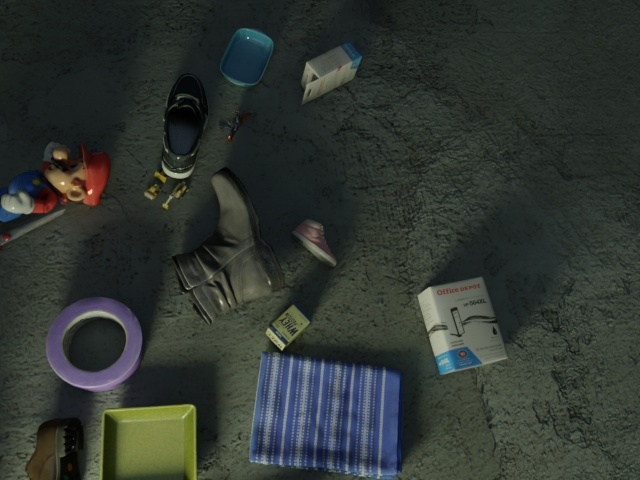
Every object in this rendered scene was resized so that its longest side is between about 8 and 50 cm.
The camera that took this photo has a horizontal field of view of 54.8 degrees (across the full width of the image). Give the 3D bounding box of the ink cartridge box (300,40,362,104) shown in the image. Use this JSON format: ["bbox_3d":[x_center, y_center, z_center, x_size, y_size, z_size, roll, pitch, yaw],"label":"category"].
[{"bbox_3d":[0.013,-0.442,1.633,0.181,0.104,0.061,-32,79,-21],"label":"ink cartridge box"}]

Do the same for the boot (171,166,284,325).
[{"bbox_3d":[-0.242,0.004,1.413,0.222,0.118,0.338,-22,71,-13],"label":"boot"}]

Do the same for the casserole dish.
[{"bbox_3d":[-0.196,-0.481,1.642,0.114,0.037,0.188,20,66,-4],"label":"casserole dish"}]

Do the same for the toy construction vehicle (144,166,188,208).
[{"bbox_3d":[-0.367,-0.131,1.474,0.086,0.035,0.098,36,67,3],"label":"toy construction vehicle"}]

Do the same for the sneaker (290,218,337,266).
[{"bbox_3d":[0.000,0.000,1.494,0.134,0.051,0.070,39,72,9],"label":"sneaker"}]

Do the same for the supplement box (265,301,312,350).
[{"bbox_3d":[-0.072,0.195,1.388,0.083,0.083,0.056,-41,81,-21],"label":"supplement box"}]

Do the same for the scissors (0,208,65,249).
[{"bbox_3d":[-0.714,-0.005,1.361,0.109,0.021,0.297,41,69,7],"label":"scissors"}]

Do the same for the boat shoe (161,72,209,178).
[{"bbox_3d":[-0.325,-0.299,1.504,0.114,0.091,0.302,4,63,-16],"label":"boat shoe"}]

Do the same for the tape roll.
[{"bbox_3d":[-0.469,0.218,1.298,0.189,0.080,0.189,4,68,-11],"label":"tape roll"}]

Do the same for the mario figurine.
[{"bbox_3d":[-0.624,-0.140,1.353,0.320,0.170,0.198,-23,74,-17],"label":"mario figurine"}]

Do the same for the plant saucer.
[{"bbox_3d":[-0.347,0.436,1.261,0.188,0.045,0.188,-1,70,-12],"label":"plant saucer"}]

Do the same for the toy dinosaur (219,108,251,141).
[{"bbox_3d":[-0.214,-0.290,1.566,0.090,0.047,0.082,1,88,-23],"label":"toy dinosaur"}]

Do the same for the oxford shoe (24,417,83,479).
[{"bbox_3d":[-0.525,0.465,1.206,0.096,0.083,0.227,-5,71,10],"label":"oxford shoe"}]

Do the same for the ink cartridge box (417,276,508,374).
[{"bbox_3d":[0.336,0.201,1.472,0.148,0.086,0.203,-10,73,-15],"label":"ink cartridge box"}]

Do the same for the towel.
[{"bbox_3d":[0.022,0.383,1.363,0.336,0.040,0.243,9,67,-8],"label":"towel"}]
